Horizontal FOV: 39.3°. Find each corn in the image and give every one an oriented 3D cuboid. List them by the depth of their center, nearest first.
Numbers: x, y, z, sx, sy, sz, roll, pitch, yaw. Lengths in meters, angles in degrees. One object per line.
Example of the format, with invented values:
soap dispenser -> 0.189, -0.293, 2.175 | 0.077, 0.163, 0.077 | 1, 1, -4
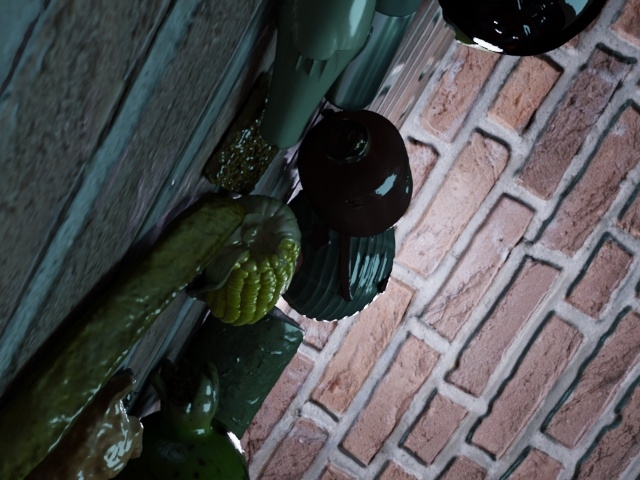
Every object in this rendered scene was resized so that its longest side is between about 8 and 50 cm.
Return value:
corn -> -0.096, 0.030, 1.142 | 0.305, 0.122, 0.123 | 125, -18, -69

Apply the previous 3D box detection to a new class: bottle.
bottle -> 0.060, -0.261, 1.106 | 0.096, 0.079, 0.253 | -26, 160, -30

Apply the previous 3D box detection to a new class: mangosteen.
mangosteen -> 0.345, -0.457, 1.474 | 0.313, 0.297, 0.297 | -42, 167, -34

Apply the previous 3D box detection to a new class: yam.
yam -> -0.146, 0.209, 1.519 | 0.304, 0.168, 0.168 | -59, 176, 21

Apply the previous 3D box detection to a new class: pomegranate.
pomegranate -> -0.220, 0.330, 1.384 | 0.242, 0.243, 0.305 | 80, 12, -84

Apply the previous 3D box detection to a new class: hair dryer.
hair dryer -> -0.003, -0.197, 0.865 | 0.225, 0.088, 0.219 | -76, -169, -64

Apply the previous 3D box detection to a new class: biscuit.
biscuit -> -0.070, -0.111, 1.005 | 0.131, 0.025, 0.231 | -58, 176, 3

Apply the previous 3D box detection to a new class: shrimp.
shrimp -> -0.240, 0.185, 1.067 | 0.029, 0.038, 0.092 | -62, 175, 30

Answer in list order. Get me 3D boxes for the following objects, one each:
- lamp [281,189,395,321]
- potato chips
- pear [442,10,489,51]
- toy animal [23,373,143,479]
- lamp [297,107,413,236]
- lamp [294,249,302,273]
lamp -> 0.028, 0.015, 1.614 | 0.233, 0.233, 0.265 | 68, 26, -85
potato chips -> -0.168, 0.055, 0.836 | 0.080, 0.057, 0.407 | -43, -172, 45
pear -> 0.434, -0.529, 1.767 | 0.399, 0.165, 0.398 | -38, -141, 39
toy animal -> -0.246, 0.218, 0.819 | 0.185, 0.104, 0.184 | -47, 174, -42
lamp -> 0.054, -0.110, 1.401 | 0.180, 0.180, 0.258 | -57, 158, -14
lamp -> -0.082, 0.034, 1.462 | 0.108, 0.092, 0.107 | -24, -176, 2
